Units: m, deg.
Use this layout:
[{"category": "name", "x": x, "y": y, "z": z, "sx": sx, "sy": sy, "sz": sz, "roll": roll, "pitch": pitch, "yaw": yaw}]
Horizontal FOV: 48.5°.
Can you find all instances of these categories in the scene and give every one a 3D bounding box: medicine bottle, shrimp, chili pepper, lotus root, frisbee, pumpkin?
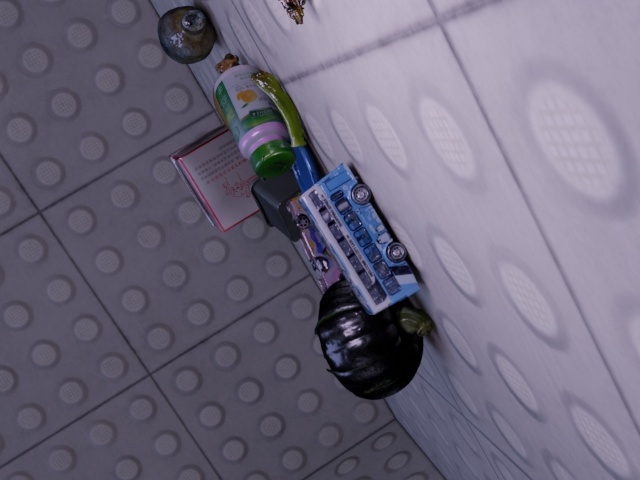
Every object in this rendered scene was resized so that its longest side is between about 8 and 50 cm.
[{"category": "medicine bottle", "x": -0.157, "y": -0.288, "z": 1.739, "sx": 0.133, "sy": 0.133, "sz": 0.274, "roll": 74, "pitch": 172, "yaw": -67}, {"category": "shrimp", "x": -0.064, "y": -0.409, "z": 1.065, "sx": 0.184, "sy": 0.043, "sz": 0.091, "roll": 64, "pitch": -179, "yaw": 6}, {"category": "chili pepper", "x": -0.087, "y": -0.305, "z": 1.635, "sx": 0.050, "sy": 0.052, "sz": 0.202, "roll": -5, "pitch": 119, "yaw": 54}, {"category": "lotus root", "x": -0.223, "y": -0.373, "z": 1.994, "sx": 0.146, "sy": 0.130, "sz": 0.303, "roll": 50, "pitch": 170, "yaw": 44}, {"category": "frisbee", "x": -0.034, "y": -0.184, "z": 1.809, "sx": 0.242, "sy": 0.045, "sz": 0.242, "roll": 159, "pitch": 90, "yaw": -80}, {"category": "lotus root", "x": -0.399, "y": -0.609, "z": 2.107, "sx": 0.175, "sy": 0.175, "sz": 0.349, "roll": 60, "pitch": 174, "yaw": -18}, {"category": "pumpkin", "x": 0.138, "y": 0.205, "z": 1.660, "sx": 0.296, "sy": 0.295, "sz": 0.296, "roll": 57, "pitch": 173, "yaw": 10}]

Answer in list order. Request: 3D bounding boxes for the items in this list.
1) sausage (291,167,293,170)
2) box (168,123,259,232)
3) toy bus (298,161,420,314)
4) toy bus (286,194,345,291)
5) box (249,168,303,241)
[{"category": "sausage", "x": -0.064, "y": -0.206, "z": 2.009, "sx": 0.158, "sy": 0.042, "sz": 0.036, "roll": 49, "pitch": 131, "yaw": 47}, {"category": "box", "x": -0.313, "y": -0.242, "z": 2.498, "sx": 0.312, "sy": 0.314, "sz": 0.300, "roll": 60, "pitch": 171, "yaw": -14}, {"category": "toy bus", "x": 0.079, "y": -0.002, "z": 1.446, "sx": 0.297, "sy": 0.131, "sz": 0.106, "roll": 58, "pitch": 173, "yaw": -2}, {"category": "toy bus", "x": 0.000, "y": 0.000, "z": 1.986, "sx": 0.274, "sy": 0.112, "sz": 0.090, "roll": 66, "pitch": 166, "yaw": 6}, {"category": "box", "x": -0.095, "y": -0.115, "z": 2.169, "sx": 0.135, "sy": 0.163, "sz": 0.243, "roll": 43, "pitch": 164, "yaw": 34}]
